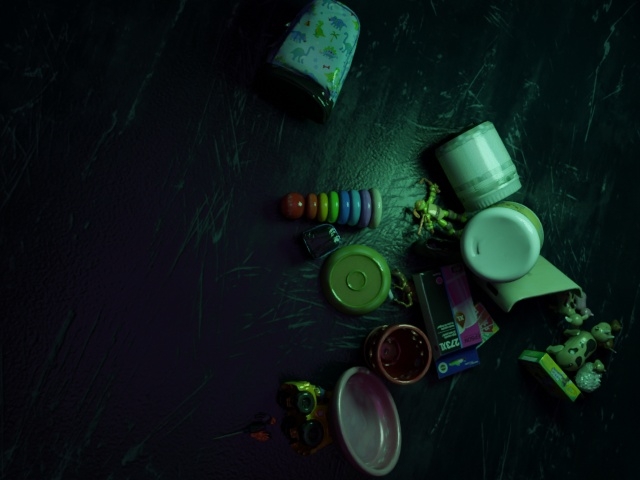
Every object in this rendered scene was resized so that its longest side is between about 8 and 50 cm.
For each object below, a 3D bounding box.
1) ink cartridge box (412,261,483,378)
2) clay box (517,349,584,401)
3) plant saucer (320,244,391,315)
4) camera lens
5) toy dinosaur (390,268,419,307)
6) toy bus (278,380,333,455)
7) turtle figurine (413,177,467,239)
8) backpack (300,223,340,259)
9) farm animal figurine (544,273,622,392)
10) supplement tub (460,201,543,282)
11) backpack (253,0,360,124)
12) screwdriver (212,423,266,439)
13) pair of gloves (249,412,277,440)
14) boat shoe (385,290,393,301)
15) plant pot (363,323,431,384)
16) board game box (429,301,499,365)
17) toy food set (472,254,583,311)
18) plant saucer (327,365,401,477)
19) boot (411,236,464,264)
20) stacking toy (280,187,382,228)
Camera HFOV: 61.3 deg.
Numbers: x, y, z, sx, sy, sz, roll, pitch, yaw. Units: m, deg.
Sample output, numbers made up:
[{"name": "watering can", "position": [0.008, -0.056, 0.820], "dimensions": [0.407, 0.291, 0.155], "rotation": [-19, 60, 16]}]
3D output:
[{"name": "ink cartridge box", "position": [0.446, 0.272, 1.858], "dimensions": [0.175, 0.069, 0.371], "rotation": [-13, 90, -20]}, {"name": "clay box", "position": [0.825, 0.492, 1.933], "dimensions": [0.053, 0.127, 0.222], "rotation": [-42, 94, -14]}, {"name": "plant saucer", "position": [0.120, 0.133, 1.812], "dimensions": [0.241, 0.037, 0.241], "rotation": [0, 88, -1]}, {"name": "camera lens", "position": [0.549, -0.264, 1.898], "dimensions": [0.219, 0.219, 0.274], "rotation": [-29, 91, -15]}, {"name": "toy dinosaur", "position": [0.318, 0.187, 1.872], "dimensions": [0.211, 0.064, 0.112], "rotation": [45, 75, -6]}, {"name": "toy bus", "position": [-0.007, 0.542, 1.719], "dimensions": [0.211, 0.149, 0.220], "rotation": [-9, 84, -28]}, {"name": "turtle figurine", "position": [0.406, -0.081, 1.903], "dimensions": [0.217, 0.087, 0.269], "rotation": [27, 49, -16]}, {"name": "backpack", "position": [0.000, 0.000, 1.800], "dimensions": [0.114, 0.084, 0.105], "rotation": [-25, 91, -10]}, {"name": "farm animal figurine", "position": [0.947, 0.339, 1.957], "dimensions": [0.330, 0.172, 0.327], "rotation": [36, 77, -8]}, {"name": "supplement tub", "position": [0.611, -0.004, 1.802], "dimensions": [0.241, 0.331, 0.241], "rotation": [4, 100, 24]}, {"name": "backpack", "position": [-0.014, -0.623, 1.800], "dimensions": [0.290, 0.273, 0.355], "rotation": [30, 65, -3]}, {"name": "screwdriver", "position": [-0.256, 0.605, 1.703], "dimensions": [0.170, 0.025, 0.024], "rotation": [-12, 86, -2]}, {"name": "pair of gloves", "position": [-0.183, 0.597, 1.728], "dimensions": [0.074, 0.010, 0.083], "rotation": [18, 79, -11]}, {"name": "boat shoe", "position": [0.203, 0.147, 1.855], "dimensions": [0.040, 0.049, 0.142], "rotation": [-28, 93, -15]}, {"name": "plant pot", "position": [0.244, 0.369, 1.775], "dimensions": [0.191, 0.174, 0.191], "rotation": [2, 81, -14]}, {"name": "board game box", "position": [0.504, 0.343, 1.919], "dimensions": [0.259, 0.039, 0.124], "rotation": [-36, 93, -12]}, {"name": "toy food set", "position": [0.731, 0.157, 1.915], "dimensions": [0.306, 0.220, 0.092], "rotation": [-9, 123, -14]}, {"name": "plant saucer", "position": [0.130, 0.569, 1.698], "dimensions": [0.332, 0.084, 0.332], "rotation": [35, 41, -38]}, {"name": "boot", "position": [0.451, 0.035, 1.871], "dimensions": [0.246, 0.161, 0.083], "rotation": [5, 83, -13]}, {"name": "stacking toy", "position": [0.031, -0.110, 1.802], "dimensions": [0.330, 0.141, 0.141], "rotation": [1, 84, -10]}]
